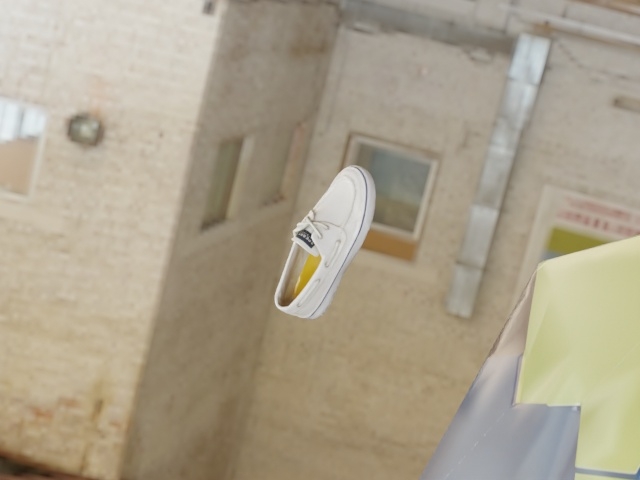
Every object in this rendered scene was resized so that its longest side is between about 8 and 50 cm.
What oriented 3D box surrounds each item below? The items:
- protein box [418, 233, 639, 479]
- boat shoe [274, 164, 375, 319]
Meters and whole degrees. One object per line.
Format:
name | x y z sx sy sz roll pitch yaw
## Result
protein box | 0.157 0.105 0.509 0.201 0.136 0.200 32 169 -7
boat shoe | 0.000 0.000 0.932 0.035 0.100 0.035 34 -166 39
